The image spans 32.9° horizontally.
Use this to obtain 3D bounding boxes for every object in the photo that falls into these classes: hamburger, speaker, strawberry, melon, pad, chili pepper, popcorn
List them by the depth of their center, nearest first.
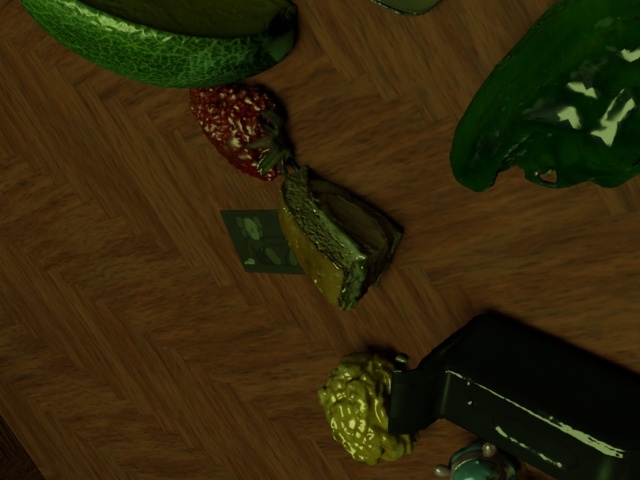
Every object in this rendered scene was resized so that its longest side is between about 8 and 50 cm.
[{"bbox_3d":[0.295,-0.154,1.233,0.213,0.167,0.385,49,142,4],"label":"chili pepper"},{"bbox_3d":[0.309,0.261,1.544,0.388,0.184,0.180,23,134,27],"label":"speaker"},{"bbox_3d":[-0.221,-0.321,1.567,0.344,0.226,0.331,32,177,21],"label":"melon"},{"bbox_3d":[0.000,0.000,1.664,0.208,0.135,0.155,40,139,15],"label":"hamburger"},{"bbox_3d":[-0.143,-0.166,1.700,0.208,0.087,0.167,15,132,37],"label":"strawberry"},{"bbox_3d":[0.074,0.282,1.823,0.163,0.140,0.194,-1,118,38],"label":"popcorn"},{"bbox_3d":[-0.087,0.004,1.851,0.190,0.004,0.127,0,121,43],"label":"pad"}]

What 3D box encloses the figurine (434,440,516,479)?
[{"bbox_3d":[0.280,0.448,1.777,0.205,0.103,0.260,-29,105,25],"label":"figurine"}]

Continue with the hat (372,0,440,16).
[{"bbox_3d":[0.087,-0.362,1.351,0.175,0.085,0.147,30,131,-12],"label":"hat"}]
